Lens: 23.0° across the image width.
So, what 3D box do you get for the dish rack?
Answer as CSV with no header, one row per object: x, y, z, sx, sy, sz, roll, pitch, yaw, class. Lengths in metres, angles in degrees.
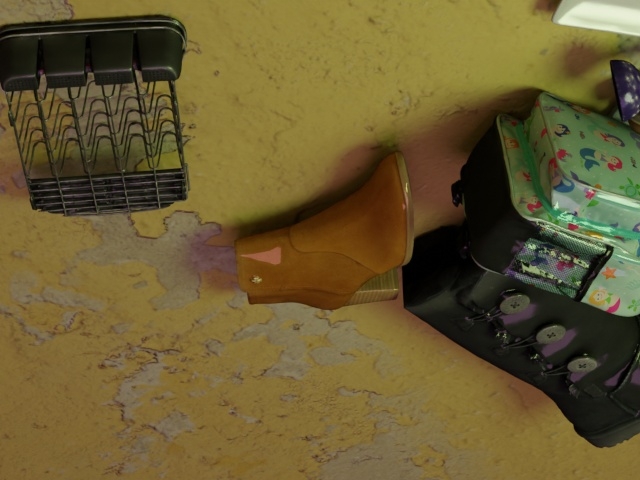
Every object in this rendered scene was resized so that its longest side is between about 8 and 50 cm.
-0.246,-0.127,1.759,0.208,0.074,0.271,-3,144,-2,dish rack

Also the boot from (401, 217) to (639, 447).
0.370,0.070,2.063,0.367,0.146,0.445,-37,125,20,boot

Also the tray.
0.394,-0.274,1.692,0.270,0.030,0.145,6,140,-16,tray

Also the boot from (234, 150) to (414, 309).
0.000,0.000,1.927,0.211,0.104,0.295,-2,146,-6,boot

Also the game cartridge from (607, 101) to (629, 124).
0.383,-0.149,1.864,0.083,0.017,0.056,8,136,-18,game cartridge

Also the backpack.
0.305,-0.036,1.819,0.253,0.225,0.191,24,125,-21,backpack

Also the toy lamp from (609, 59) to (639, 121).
0.460,-0.191,1.724,0.274,0.080,0.080,-11,142,10,toy lamp

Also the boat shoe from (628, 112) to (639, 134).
0.498,-0.141,1.812,0.307,0.111,0.104,-5,141,-2,boat shoe
